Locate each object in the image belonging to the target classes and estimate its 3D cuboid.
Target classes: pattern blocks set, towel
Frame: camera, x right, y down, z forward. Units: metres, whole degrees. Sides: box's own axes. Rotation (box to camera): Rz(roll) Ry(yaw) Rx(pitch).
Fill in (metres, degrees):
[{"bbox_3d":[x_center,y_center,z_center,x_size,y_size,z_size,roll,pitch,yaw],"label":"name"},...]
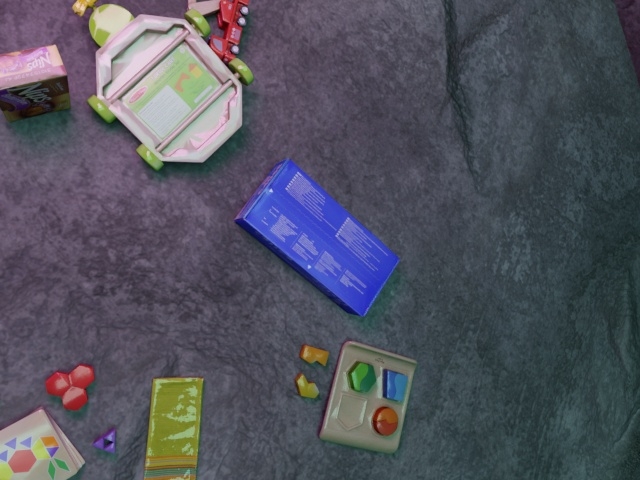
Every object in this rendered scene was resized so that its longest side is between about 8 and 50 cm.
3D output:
[{"bbox_3d":[-0.524,0.387,0.869,0.324,0.026,0.286,-19,96,-24],"label":"pattern blocks set"},{"bbox_3d":[-0.286,0.388,0.986,0.102,0.021,0.238,6,86,-26],"label":"towel"}]

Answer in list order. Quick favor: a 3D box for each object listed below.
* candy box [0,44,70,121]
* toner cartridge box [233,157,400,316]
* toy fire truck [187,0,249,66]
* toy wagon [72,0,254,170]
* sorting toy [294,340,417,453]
[{"bbox_3d":[-0.472,-0.251,0.822,0.109,0.186,0.053,-22,99,-24],"label":"candy box"},{"bbox_3d":[0.000,0.000,1.101,0.347,0.075,0.165,41,72,-19],"label":"toner cartridge box"},{"bbox_3d":[-0.218,-0.467,1.025,0.135,0.047,0.192,15,83,-24],"label":"toy fire truck"},{"bbox_3d":[-0.305,-0.313,0.952,0.267,0.068,0.344,-46,107,-10],"label":"toy wagon"},{"bbox_3d":[0.078,0.351,1.147,0.307,0.041,0.229,21,80,-23],"label":"sorting toy"}]
